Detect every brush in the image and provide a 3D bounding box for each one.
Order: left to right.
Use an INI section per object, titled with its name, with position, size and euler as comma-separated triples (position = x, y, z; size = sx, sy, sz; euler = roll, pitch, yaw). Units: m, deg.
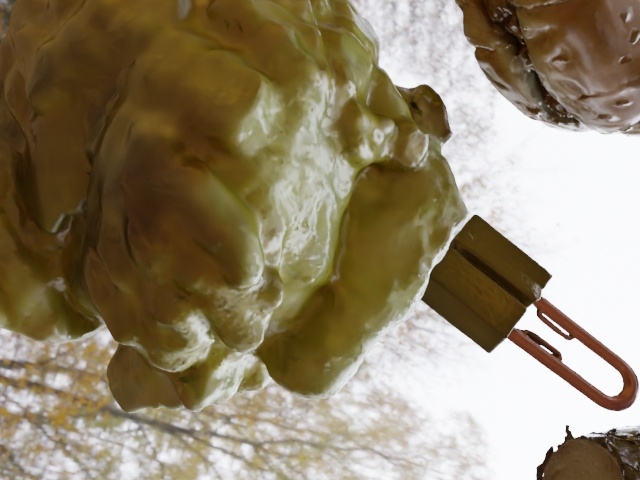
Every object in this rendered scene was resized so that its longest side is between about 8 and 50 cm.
[brush]
position = 0.208, 0.083, 0.958
size = 0.103, 0.233, 0.047
euler = -46, 171, -35

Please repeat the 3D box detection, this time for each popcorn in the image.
[popcorn]
position = -0.064, -0.027, 0.567
size = 0.293, 0.237, 0.293
euler = -3, -95, 35

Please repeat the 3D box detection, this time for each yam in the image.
[yam]
position = 0.354, 0.239, 1.001
size = 0.131, 0.280, 0.131
euler = 7, -81, 57

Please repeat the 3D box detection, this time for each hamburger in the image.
[hamburger]
position = 0.223, -0.219, 0.687
size = 0.145, 0.259, 0.283
euler = 12, -111, 52
